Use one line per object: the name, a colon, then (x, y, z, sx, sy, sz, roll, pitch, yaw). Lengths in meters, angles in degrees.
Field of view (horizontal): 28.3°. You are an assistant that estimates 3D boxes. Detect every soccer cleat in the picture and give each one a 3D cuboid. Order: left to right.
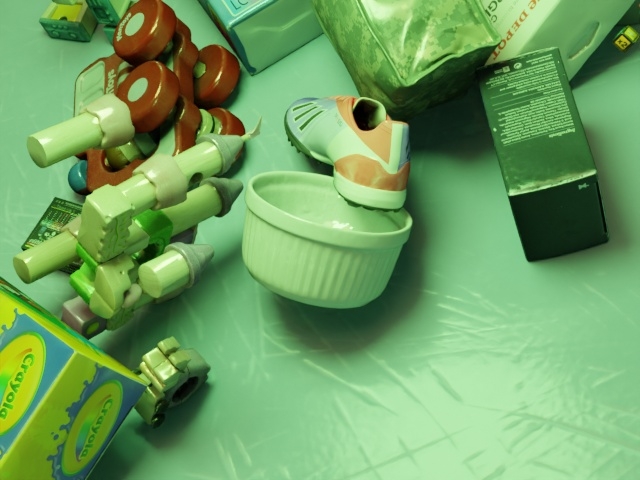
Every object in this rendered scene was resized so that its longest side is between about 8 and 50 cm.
soccer cleat: (0.039, -0.143, 1.633, 0.109, 0.116, 0.318, 6, 21, -21)

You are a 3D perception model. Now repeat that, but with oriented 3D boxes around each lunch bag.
lunch bag: (0.087, -0.312, 1.629, 0.169, 0.235, 0.287, -27, 82, -9)

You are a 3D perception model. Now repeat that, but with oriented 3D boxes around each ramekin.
ramekin: (0.000, 0.000, 1.556, 0.207, 0.207, 0.109, 27, 112, 31)

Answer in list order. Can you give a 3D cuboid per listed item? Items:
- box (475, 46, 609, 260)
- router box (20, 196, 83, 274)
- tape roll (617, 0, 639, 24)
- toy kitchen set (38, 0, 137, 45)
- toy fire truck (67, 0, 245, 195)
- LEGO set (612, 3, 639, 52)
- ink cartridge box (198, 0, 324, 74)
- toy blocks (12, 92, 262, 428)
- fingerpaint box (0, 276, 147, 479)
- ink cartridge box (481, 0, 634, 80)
box: (0.273, -0.105, 1.559, 0.108, 0.153, 0.207, -15, 53, 9)
router box: (-0.343, -0.002, 1.769, 0.122, 0.038, 0.092, 17, 63, 28)
tape roll: (0.423, -0.403, 1.762, 0.219, 0.072, 0.219, -9, 54, 12)
toy kitchen set: (-0.391, -0.373, 1.933, 0.166, 0.207, 0.122, 11, 60, 25)
toy fire truck: (-0.257, -0.177, 1.804, 0.254, 0.169, 0.302, -30, 48, 28)
LEGO set: (0.470, -0.248, 1.564, 0.244, 0.060, 0.182, 18, 55, -18)
ink cartridge box: (-0.105, -0.481, 1.903, 0.270, 0.151, 0.395, -32, 63, -4)
toy blocks: (-0.185, -0.001, 1.580, 0.260, 0.288, 0.309, -29, 64, -37)
fingerpaint box: (-0.483, 0.251, 1.506, 0.371, 0.163, 0.444, 31, 85, 32)
ink cartridge box: (0.265, -0.359, 1.700, 0.207, 0.117, 0.283, -53, 47, 28)
